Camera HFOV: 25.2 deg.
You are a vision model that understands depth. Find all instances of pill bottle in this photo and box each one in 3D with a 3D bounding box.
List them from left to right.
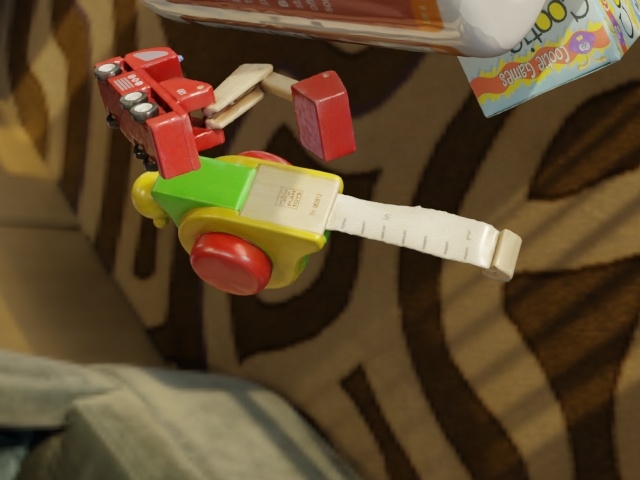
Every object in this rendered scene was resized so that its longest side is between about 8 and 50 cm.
[{"bbox_3d":[-0.014,-0.148,0.607,0.216,0.121,0.121,11,97,26],"label":"pill bottle"}]

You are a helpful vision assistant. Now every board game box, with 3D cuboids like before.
[{"bbox_3d":[0.229,-0.241,1.430,0.144,0.275,0.142,-23,99,25],"label":"board game box"}]

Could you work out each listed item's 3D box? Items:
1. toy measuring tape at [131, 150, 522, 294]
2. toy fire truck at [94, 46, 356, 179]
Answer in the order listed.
[{"bbox_3d":[0.000,0.000,1.170,0.330,0.121,0.121,13,99,15],"label":"toy measuring tape"},{"bbox_3d":[-0.071,-0.097,1.005,0.192,0.135,0.047,45,151,55],"label":"toy fire truck"}]
